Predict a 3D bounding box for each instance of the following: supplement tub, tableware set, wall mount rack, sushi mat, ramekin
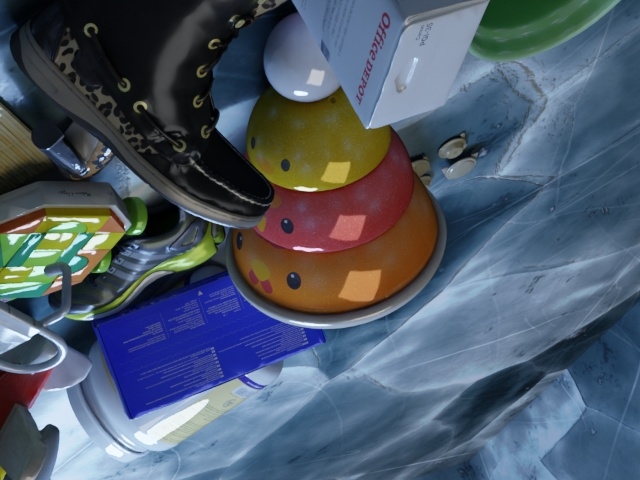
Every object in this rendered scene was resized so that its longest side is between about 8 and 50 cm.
[{"bbox_3d":[-0.259,0.224,2.250,0.331,0.241,0.241,-34,155,12],"label":"supplement tub"},{"bbox_3d":[0.212,-0.133,2.322,0.169,0.020,0.141,-26,154,-2],"label":"tableware set"},{"bbox_3d":[-0.516,0.078,1.699,0.304,0.130,0.350,-26,141,23],"label":"wall mount rack"},{"bbox_3d":[-0.461,-0.129,1.611,0.151,0.019,0.316,-29,155,3],"label":"sushi mat"},{"bbox_3d":[0.292,-0.398,1.728,0.303,0.148,0.303,-23,156,-11],"label":"ramekin"}]

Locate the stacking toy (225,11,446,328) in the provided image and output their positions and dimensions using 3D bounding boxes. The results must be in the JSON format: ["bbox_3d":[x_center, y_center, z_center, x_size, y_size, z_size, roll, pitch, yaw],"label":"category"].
[{"bbox_3d":[-0.006,-0.136,1.852,0.351,0.350,0.479,-24,136,-11],"label":"stacking toy"}]

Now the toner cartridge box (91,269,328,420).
[{"bbox_3d":[-0.179,0.148,2.057,0.348,0.165,0.075,-20,-171,-14],"label":"toner cartridge box"}]

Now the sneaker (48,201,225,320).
[{"bbox_3d":[-0.305,0.017,1.993,0.300,0.111,0.121,-31,140,2],"label":"sneaker"}]

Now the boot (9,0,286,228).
[{"bbox_3d":[-0.139,-0.209,1.502,0.377,0.138,0.284,40,111,-18],"label":"boot"}]

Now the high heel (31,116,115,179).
[{"bbox_3d":[-0.251,-0.176,1.690,0.261,0.093,0.186,-32,168,-1],"label":"high heel"}]

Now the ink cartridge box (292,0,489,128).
[{"bbox_3d":[0.061,-0.306,1.498,0.117,0.283,0.207,-18,154,-22],"label":"ink cartridge box"}]

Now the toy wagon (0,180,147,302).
[{"bbox_3d":[-0.421,0.018,1.835,0.267,0.068,0.344,0,150,-39],"label":"toy wagon"}]

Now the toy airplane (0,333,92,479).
[{"bbox_3d":[-0.513,0.321,2.040,0.384,0.272,0.386,-27,-161,26],"label":"toy airplane"}]
